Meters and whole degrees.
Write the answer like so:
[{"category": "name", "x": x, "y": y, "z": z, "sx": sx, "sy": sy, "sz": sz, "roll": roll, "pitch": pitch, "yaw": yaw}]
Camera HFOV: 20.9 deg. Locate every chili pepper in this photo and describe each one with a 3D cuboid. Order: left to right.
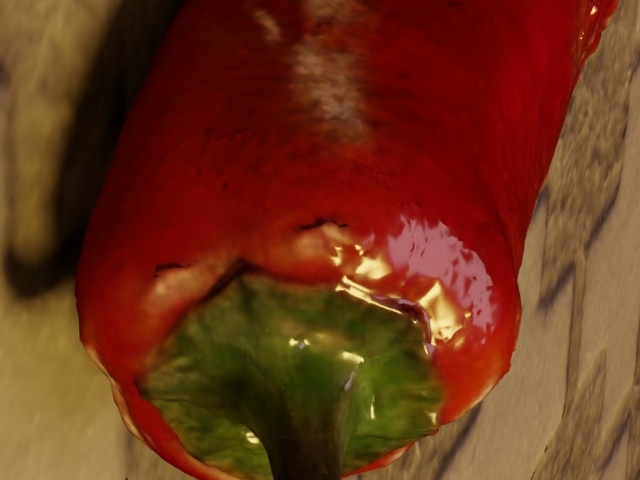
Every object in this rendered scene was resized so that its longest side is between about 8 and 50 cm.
[{"category": "chili pepper", "x": -0.003, "y": 0.002, "z": 0.502, "sx": 0.134, "sy": 0.131, "sz": 0.338, "roll": 110, "pitch": 2, "yaw": -49}]
